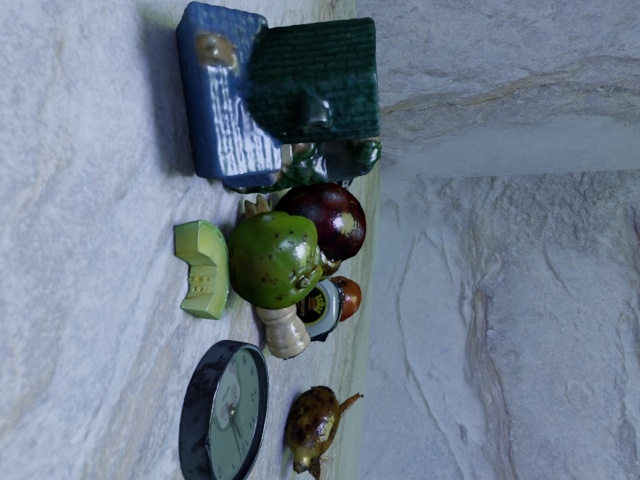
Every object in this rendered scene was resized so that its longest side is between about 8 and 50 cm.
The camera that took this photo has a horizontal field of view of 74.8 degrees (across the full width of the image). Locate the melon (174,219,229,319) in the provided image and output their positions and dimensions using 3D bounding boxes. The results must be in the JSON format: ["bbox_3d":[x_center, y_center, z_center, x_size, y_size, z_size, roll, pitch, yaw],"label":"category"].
[{"bbox_3d":[-0.234,0.061,0.836,0.118,0.064,0.210,-21,112,-75],"label":"melon"}]

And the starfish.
[{"bbox_3d":[0.024,0.726,1.490,0.384,0.132,0.398,-57,169,-27],"label":"starfish"}]

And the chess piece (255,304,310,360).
[{"bbox_3d":[-0.129,0.168,1.152,0.137,0.137,0.301,-60,135,-62],"label":"chess piece"}]

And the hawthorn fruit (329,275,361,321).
[{"bbox_3d":[0.075,0.262,1.750,0.197,0.196,0.226,-67,164,-57],"label":"hawthorn fruit"}]

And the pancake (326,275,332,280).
[{"bbox_3d":[0.044,0.079,1.679,0.254,0.037,0.254,-59,-171,16],"label":"pancake"}]

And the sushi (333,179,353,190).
[{"bbox_3d":[0.041,-0.230,1.766,0.294,0.059,0.292,-62,158,1],"label":"sushi"}]

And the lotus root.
[{"bbox_3d":[-0.025,0.603,1.379,0.142,0.169,0.314,62,30,-28],"label":"lotus root"}]

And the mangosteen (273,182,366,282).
[{"bbox_3d":[-0.010,-0.029,1.251,0.311,0.310,0.312,-1,90,-75],"label":"mangosteen"}]

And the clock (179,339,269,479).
[{"bbox_3d":[-0.199,0.387,0.941,0.319,0.066,0.319,0,90,-76],"label":"clock"}]

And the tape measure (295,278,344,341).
[{"bbox_3d":[-0.026,0.236,1.333,0.115,0.206,0.236,51,38,-71],"label":"tape measure"}]

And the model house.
[{"bbox_3d":[-0.074,-0.257,0.820,0.342,0.381,0.335,-47,132,-76],"label":"model house"}]

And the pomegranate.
[{"bbox_3d":[-0.123,0.017,0.986,0.302,0.235,0.236,54,-9,37],"label":"pomegranate"}]
